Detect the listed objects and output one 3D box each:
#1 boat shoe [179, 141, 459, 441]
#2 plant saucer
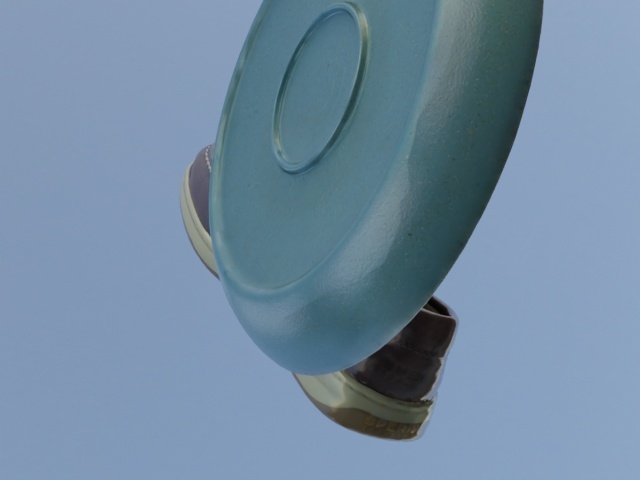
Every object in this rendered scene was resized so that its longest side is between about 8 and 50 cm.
[{"bbox_3d":[0.000,0.000,1.087,0.123,0.342,0.123,9,-63,-30],"label":"boat shoe"},{"bbox_3d":[0.012,-0.082,0.844,0.043,0.317,0.318,18,-100,-26],"label":"plant saucer"}]
